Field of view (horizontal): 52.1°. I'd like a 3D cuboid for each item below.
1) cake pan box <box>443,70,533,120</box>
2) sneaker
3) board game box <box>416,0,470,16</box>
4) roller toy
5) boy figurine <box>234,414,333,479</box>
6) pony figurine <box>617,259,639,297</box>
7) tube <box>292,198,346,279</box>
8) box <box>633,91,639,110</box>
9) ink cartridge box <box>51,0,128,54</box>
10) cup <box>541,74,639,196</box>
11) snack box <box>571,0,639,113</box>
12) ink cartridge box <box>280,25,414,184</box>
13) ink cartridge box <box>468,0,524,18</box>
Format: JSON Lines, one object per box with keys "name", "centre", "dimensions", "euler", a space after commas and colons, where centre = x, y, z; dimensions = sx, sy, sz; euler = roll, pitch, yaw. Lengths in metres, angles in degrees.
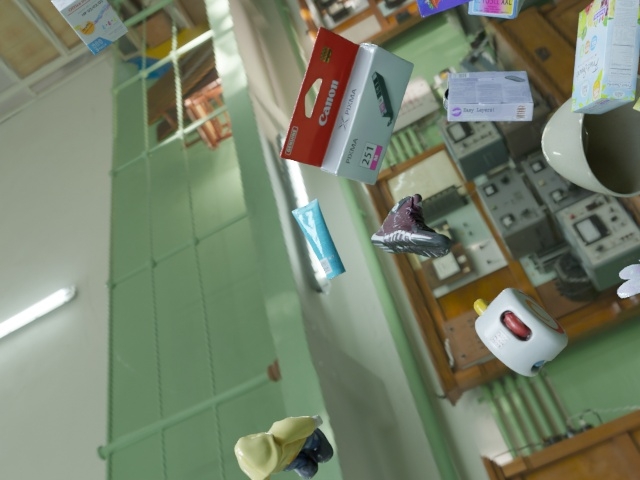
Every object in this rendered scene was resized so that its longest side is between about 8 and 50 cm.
{"name": "cake pan box", "centre": [0.522, -0.456, 2.057], "dimensions": [0.246, 0.266, 0.070], "euler": [-77, -16, -54]}
{"name": "sneaker", "centre": [0.248, -0.050, 1.696], "dimensions": [0.106, 0.163, 0.281], "euler": [32, 166, -30]}
{"name": "board game box", "centre": [0.410, -0.604, 1.452], "dimensions": [0.347, 0.233, 0.078], "euler": [3, 120, 55]}
{"name": "roller toy", "centre": [0.477, 0.223, 1.579], "dimensions": [0.209, 0.146, 0.191], "euler": [34, -162, -13]}
{"name": "boy figurine", "centre": [-0.067, 0.401, 1.252], "dimensions": [0.092, 0.177, 0.285], "euler": [46, -178, 25]}
{"name": "pony figurine", "centre": [0.685, 0.157, 1.007], "dimensions": [0.351, 0.363, 0.303], "euler": [6, -111, -24]}
{"name": "tube", "centre": [0.000, 0.000, 1.712], "dimensions": [0.207, 0.080, 0.052], "euler": [65, -163, 4]}
{"name": "box", "centre": [0.680, -0.338, 1.247], "dimensions": [0.087, 0.232, 0.058], "euler": [25, 160, 12]}
{"name": "ink cartridge box", "centre": [-0.553, -0.544, 1.546], "dimensions": [0.061, 0.104, 0.181], "euler": [49, 175, 33]}
{"name": "cup", "centre": [0.770, -0.286, 1.844], "dimensions": [0.331, 0.331, 0.237], "euler": [60, 162, -15]}
{"name": "snack box", "centre": [0.549, -0.359, 1.262], "dimensions": [0.174, 0.070, 0.207], "euler": [-27, -60, -86]}
{"name": "ink cartridge box", "centre": [0.060, -0.269, 1.349], "dimensions": [0.239, 0.275, 0.060], "euler": [8, -166, -45]}
{"name": "ink cartridge box", "centre": [0.525, -0.871, 1.841], "dimensions": [0.270, 0.151, 0.395], "euler": [-58, -26, -44]}
